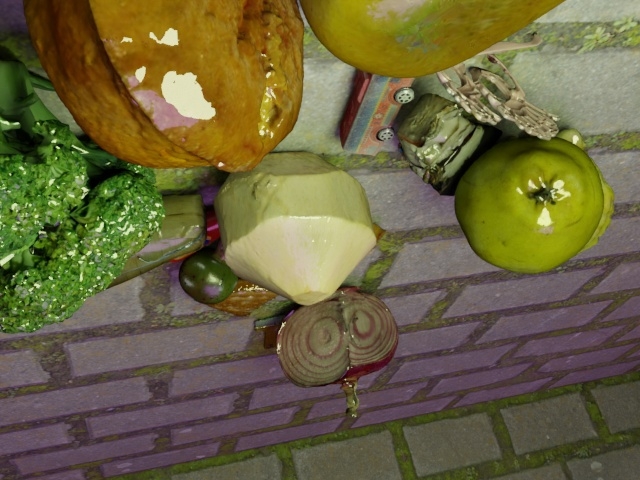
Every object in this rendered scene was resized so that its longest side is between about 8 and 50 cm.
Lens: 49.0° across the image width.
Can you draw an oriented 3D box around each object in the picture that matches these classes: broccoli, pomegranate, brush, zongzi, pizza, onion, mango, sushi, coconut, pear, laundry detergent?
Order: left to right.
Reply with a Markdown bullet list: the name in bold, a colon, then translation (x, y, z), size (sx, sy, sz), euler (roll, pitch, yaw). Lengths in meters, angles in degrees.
- **broccoli**: translation (-0.370, -0.047, 0.830), size (0.321, 0.310, 0.413), euler (-38, 180, 23)
- **zongzi**: translation (-0.301, 0.025, 1.173), size (0.228, 0.115, 0.256), euler (-9, 150, -14)
- **laundry detergent**: translation (-0.205, -0.016, 1.224), size (0.165, 0.049, 0.097), euler (-26, 162, 18)
- **pomegranate**: translation (-0.198, 0.050, 1.302), size (0.114, 0.114, 0.142), euler (15, 115, -45)
- **pizza**: translation (-0.173, 0.114, 1.480), size (0.188, 0.062, 0.199), euler (0, 157, -4)
- **brush**: translation (-0.126, 0.236, 1.783), size (0.082, 0.010, 0.218), euler (-11, 154, -10)
- **coconut**: translation (-0.041, -0.017, 1.092), size (0.259, 0.259, 0.259), euler (-12, 153, -6)
- **onion**: translation (0.046, 0.236, 1.647), size (0.256, 0.272, 0.230), euler (7, -179, 35)
- **sushi**: translation (0.161, -0.154, 1.044), size (0.134, 0.109, 0.273), euler (-55, 157, 17)
- **mango**: translation (0.153, -0.299, 0.732), size (0.364, 0.182, 0.253), euler (-13, 152, -4)
- **pear**: translation (0.309, -0.052, 1.059), size (0.212, 0.212, 0.269), euler (-16, 172, 2)

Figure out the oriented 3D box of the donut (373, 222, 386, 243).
- **donut**: translation (0.082, 0.009, 1.398), size (0.097, 0.043, 0.108), euler (-38, 165, -42)

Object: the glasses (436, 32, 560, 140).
- **glasses**: translation (0.253, -0.217, 0.965), size (0.255, 0.162, 0.095), euler (5, 143, -36)

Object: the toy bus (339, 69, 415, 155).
- **toy bus**: translation (0.081, -0.200, 1.013), size (0.077, 0.065, 0.192), euler (0, 149, -14)

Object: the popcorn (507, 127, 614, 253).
- **popcorn**: translation (0.405, -0.085, 1.256), size (0.259, 0.259, 0.212), euler (-34, 173, 31)

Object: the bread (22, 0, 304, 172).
- **bread**: translation (-0.132, -0.204, 0.670), size (0.172, 0.312, 0.312), euler (-10, 158, 28)
